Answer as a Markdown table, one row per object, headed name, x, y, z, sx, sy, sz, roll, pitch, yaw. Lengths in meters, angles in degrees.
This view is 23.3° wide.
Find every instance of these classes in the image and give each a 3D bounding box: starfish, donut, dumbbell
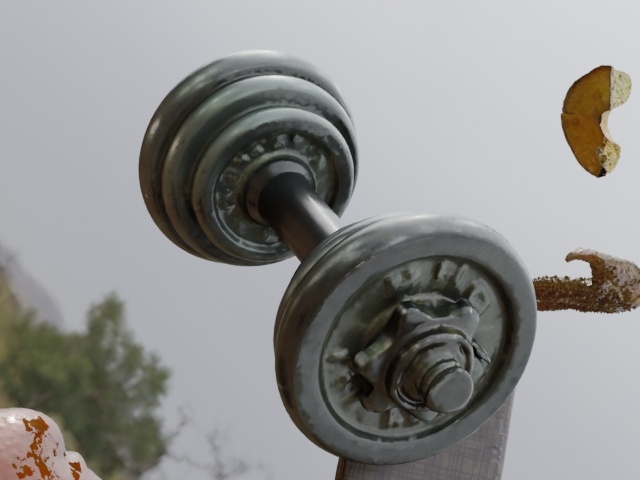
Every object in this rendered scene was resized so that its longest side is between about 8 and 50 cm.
| name | x | y | z | sx | sy | sz | roll | pitch | yaw |
| --- | --- | --- | --- | --- | --- | --- | --- | --- | --- |
| starfish | 0.277 | 0.045 | 1.479 | 0.240 | 0.227 | 0.043 | 31 | 50 | -58 |
| donut | 0.238 | -0.099 | 1.295 | 0.038 | 0.067 | 0.083 | -12 | 76 | -55 |
| dumbbell | 0.000 | 0.000 | 1.067 | 0.406 | 0.179 | 0.179 | 50 | -13 | 54 |

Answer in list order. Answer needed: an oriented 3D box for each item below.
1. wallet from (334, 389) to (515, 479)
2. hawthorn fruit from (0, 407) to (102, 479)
| name | x | y | z | sx | sy | sz | roll | pitch | yaw |
| --- | --- | --- | --- | --- | --- | --- | --- | --- | --- |
| wallet | 0.073 | 0.133 | 1.075 | 0.042 | 0.124 | 0.230 | 149 | -47 | -75 |
| hawthorn fruit | -0.230 | 0.197 | 1.021 | 0.189 | 0.189 | 0.189 | 54 | -12 | 18 |
